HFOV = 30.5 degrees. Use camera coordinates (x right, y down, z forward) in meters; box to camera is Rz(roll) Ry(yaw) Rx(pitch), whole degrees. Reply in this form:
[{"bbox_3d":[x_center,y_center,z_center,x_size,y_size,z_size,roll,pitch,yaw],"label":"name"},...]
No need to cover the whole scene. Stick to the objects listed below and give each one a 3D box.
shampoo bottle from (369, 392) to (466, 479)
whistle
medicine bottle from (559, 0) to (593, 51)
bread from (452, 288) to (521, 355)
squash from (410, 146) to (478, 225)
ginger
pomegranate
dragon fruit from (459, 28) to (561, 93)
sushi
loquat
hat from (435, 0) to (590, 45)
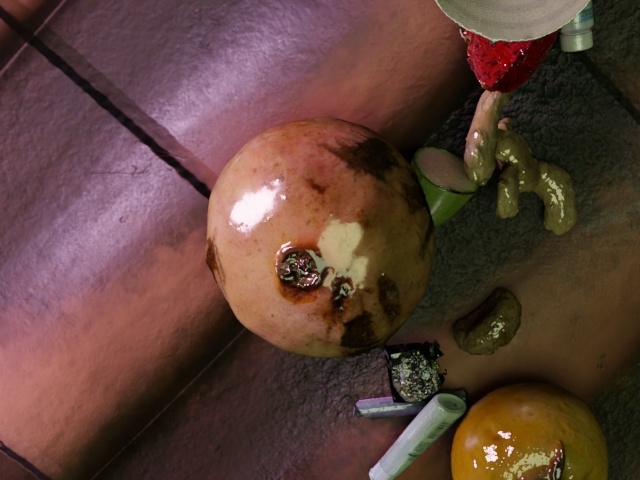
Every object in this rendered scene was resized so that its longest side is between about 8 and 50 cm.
[{"bbox_3d":[0.142,0.305,1.779,0.069,0.041,0.190,4,133,-47],"label":"shampoo bottle"},{"bbox_3d":[0.137,0.249,1.785,0.177,0.033,0.033,-6,110,-5],"label":"whistle"},{"bbox_3d":[0.344,-0.305,1.597,0.052,0.052,0.089,-11,111,-2],"label":"medicine bottle"},{"bbox_3d":[0.251,0.128,1.729,0.113,0.082,0.060,-38,112,11],"label":"bread"},{"bbox_3d":[0.151,-0.050,1.659,0.105,0.105,0.132,19,124,-12],"label":"squash"},{"bbox_3d":[0.275,-0.090,1.644,0.149,0.065,0.258,-49,120,-25],"label":"ginger"},{"bbox_3d":[0.000,0.000,1.556,0.322,0.322,0.322,-2,110,-5],"label":"pomegranate"},{"bbox_3d":[0.255,-0.272,1.590,0.162,0.106,0.083,-51,152,1],"label":"dragon fruit"},{"bbox_3d":[0.144,0.196,1.748,0.085,0.056,0.083,-8,98,-6],"label":"sushi"},{"bbox_3d":[0.307,0.328,1.724,0.244,0.244,0.243,-2,110,-5],"label":"loquat"},{"bbox_3d":[0.245,-0.388,1.528,0.252,0.110,0.252,1,110,3],"label":"hat"}]
